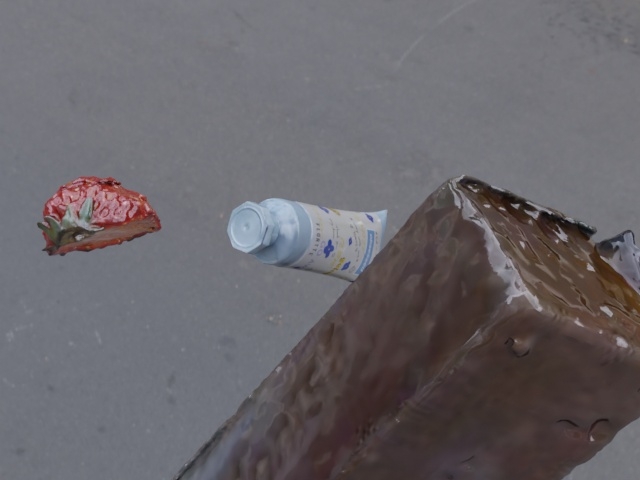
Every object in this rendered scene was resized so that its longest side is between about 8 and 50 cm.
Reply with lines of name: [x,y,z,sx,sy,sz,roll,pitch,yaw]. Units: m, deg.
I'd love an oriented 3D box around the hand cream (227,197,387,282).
hand cream: [0.000,0.000,0.583,0.043,0.065,0.171,11,0,32]

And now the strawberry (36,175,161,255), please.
strawberry: [-0.362,-0.051,1.405,0.190,0.236,0.111,-21,85,15]

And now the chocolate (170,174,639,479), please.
chocolate: [0.020,0.106,0.419,0.112,0.321,0.112,27,27,-34]
